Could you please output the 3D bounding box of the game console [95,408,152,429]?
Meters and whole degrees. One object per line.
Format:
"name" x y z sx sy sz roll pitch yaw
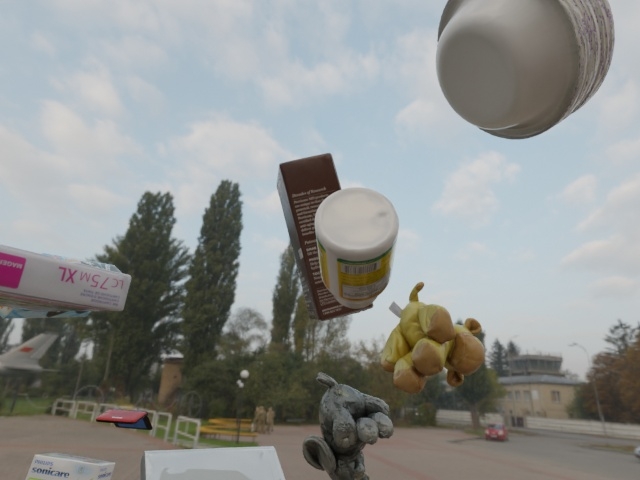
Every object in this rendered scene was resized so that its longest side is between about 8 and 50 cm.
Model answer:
"game console" -0.669 0.628 1.426 0.144 0.085 0.124 1 0 7

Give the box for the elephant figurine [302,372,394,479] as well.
"elephant figurine" 0.047 0.449 0.900 0.169 0.239 0.186 14 22 -8

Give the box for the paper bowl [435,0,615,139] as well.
"paper bowl" 0.312 -0.308 0.710 0.148 0.284 0.284 -34 -16 -14

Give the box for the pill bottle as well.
"pill bottle" 0.055 0.025 0.647 0.118 0.117 0.208 1 -33 5

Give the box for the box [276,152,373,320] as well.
"box" 0.000 0.000 1.041 0.143 0.381 0.191 -12 -8 -10

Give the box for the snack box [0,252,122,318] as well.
"snack box" -0.746 0.141 1.226 0.060 0.187 0.322 42 -2 11

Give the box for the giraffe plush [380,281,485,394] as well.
"giraffe plush" 0.228 0.199 0.788 0.170 0.210 0.181 27 -69 -11

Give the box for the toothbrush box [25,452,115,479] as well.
"toothbrush box" -0.781 0.807 1.246 0.206 0.283 0.122 9 -26 1

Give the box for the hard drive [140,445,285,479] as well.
"hard drive" -0.215 0.538 0.889 0.308 0.040 0.203 15 20 -30

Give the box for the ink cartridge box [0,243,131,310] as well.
"ink cartridge box" -0.449 0.065 0.617 0.311 0.065 0.186 -5 -20 37
